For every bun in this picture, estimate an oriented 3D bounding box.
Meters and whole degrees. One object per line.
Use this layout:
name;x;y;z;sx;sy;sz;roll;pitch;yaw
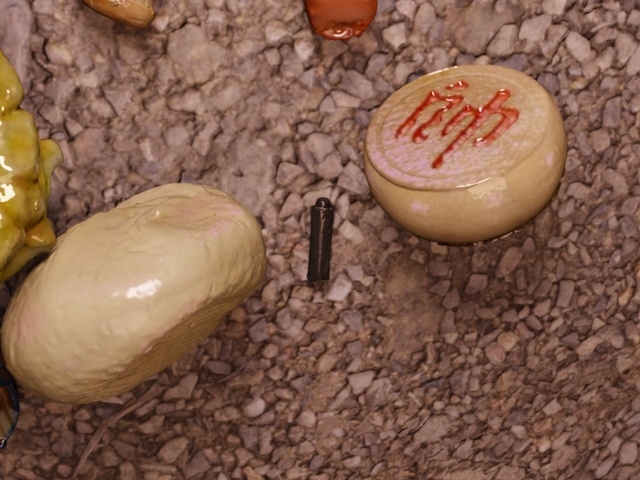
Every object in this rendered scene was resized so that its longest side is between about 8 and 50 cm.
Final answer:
bun;-0.242;0.058;1.159;0.361;0.361;0.213;-38;83;3

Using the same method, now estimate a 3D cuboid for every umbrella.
umbrella;0.002;0.000;1.346;0.036;0.031;0.133;-16;120;-39

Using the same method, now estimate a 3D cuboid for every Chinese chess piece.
Chinese chess piece;0.192;-0.118;1.213;0.270;0.270;0.112;-26;134;-4

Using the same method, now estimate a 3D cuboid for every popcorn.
popcorn;-0.447;-0.055;1.054;0.275;0.279;0.335;6;69;-18

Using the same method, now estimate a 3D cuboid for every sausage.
sausage;0.002;-0.422;1.121;0.097;0.094;0.348;-10;118;3

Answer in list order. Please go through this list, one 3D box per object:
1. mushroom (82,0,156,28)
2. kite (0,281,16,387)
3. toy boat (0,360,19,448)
mushroom;-0.219;-0.427;1.055;0.123;0.095;0.351;10;110;-1
kite;-0.440;0.142;1.228;0.010;0.182;0.160;2;142;23
toy boat;-0.487;0.202;1.246;0.114;0.115;0.262;-18;117;-8
